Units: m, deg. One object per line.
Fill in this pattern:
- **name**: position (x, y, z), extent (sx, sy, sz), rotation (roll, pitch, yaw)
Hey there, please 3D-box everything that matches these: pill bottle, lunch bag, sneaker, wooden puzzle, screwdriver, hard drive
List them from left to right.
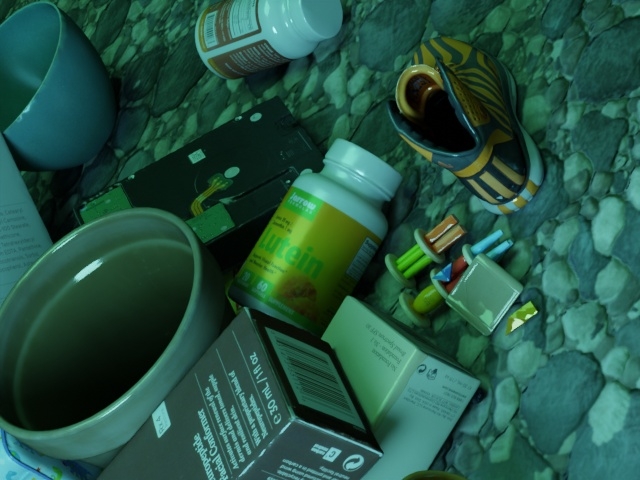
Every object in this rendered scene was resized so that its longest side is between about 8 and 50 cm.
- **lunch bag**: position (-0.358, 0.274, 1.845), extent (0.090, 0.219, 0.176), rotation (-38, 42, 13)
- **hard drive**: position (-0.156, -0.048, 2.011), extent (0.339, 0.064, 0.237), rotation (-29, 39, -6)
- **pill bottle**: position (-0.075, -0.320, 2.176), extent (0.216, 0.121, 0.121), rotation (-11, 55, 42)
- **pill bottle**: position (0.000, 0.000, 1.843), extent (0.136, 0.136, 0.245), rotation (26, 83, 52)
- **screwdriver**: position (0.127, 0.162, 1.682), extent (0.170, 0.024, 0.025), rotation (16, 105, 53)
- **sneaker**: position (0.154, -0.182, 1.774), extent (0.124, 0.180, 0.321), rotation (-44, 39, 15)
- **wooden puzzle**: position (0.187, 0.062, 1.658), extent (0.116, 0.014, 0.078), rotation (48, 108, 18)

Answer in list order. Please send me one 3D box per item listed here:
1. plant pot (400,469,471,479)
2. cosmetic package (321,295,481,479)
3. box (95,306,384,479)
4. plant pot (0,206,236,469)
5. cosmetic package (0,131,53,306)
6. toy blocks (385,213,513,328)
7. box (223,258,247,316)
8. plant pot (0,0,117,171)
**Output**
- **plant pot**: position (0.109, 0.363, 1.427), extent (0.188, 0.205, 0.205), rotation (-56, 34, 25)
- **cosmetic package**: position (0.026, 0.238, 1.641), extent (0.309, 0.113, 0.160), rotation (-59, 36, 3)
- **box**: position (-0.124, 0.278, 1.587), extent (0.381, 0.143, 0.191), rotation (-51, 37, 18)
- **plant pot**: position (-0.208, 0.166, 1.805), extent (0.323, 0.280, 0.323), rotation (-20, 46, 22)
- **cosmetic package**: position (-0.643, 0.030, 2.232), extent (0.329, 0.327, 0.393), rotation (-29, 83, 30)
- **toy blocks**: position (0.155, 0.018, 1.730), extent (0.148, 0.054, 0.123), rotation (-39, 41, 21)
- **box**: position (-0.156, 0.122, 1.989), extent (0.232, 0.058, 0.087), rotation (-34, 41, 26)
- **plant pot**: position (-0.461, -0.229, 2.466), extent (0.290, 0.195, 0.290), rotation (-28, 45, 32)
